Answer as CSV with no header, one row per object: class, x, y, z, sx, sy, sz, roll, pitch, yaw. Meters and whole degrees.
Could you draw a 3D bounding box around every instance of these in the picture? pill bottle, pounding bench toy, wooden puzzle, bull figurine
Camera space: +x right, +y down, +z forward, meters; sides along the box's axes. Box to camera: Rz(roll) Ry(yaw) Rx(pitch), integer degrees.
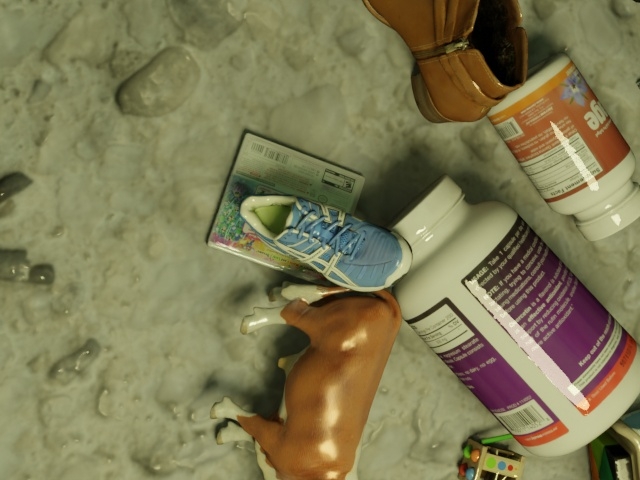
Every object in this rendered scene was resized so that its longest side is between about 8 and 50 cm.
pill bottle,0.210,0.081,1.061,0.181,0.181,0.323,-43,92,-10
pill bottle,0.308,-0.112,1.127,0.121,0.121,0.216,-38,97,-11
pounding bench toy,0.212,0.265,1.130,0.065,0.052,0.083,18,85,-11
wooden puzzle,0.354,0.315,1.081,0.044,0.221,0.239,-11,90,5
bull figurine,-0.017,0.188,1.024,0.188,0.101,0.310,18,79,17

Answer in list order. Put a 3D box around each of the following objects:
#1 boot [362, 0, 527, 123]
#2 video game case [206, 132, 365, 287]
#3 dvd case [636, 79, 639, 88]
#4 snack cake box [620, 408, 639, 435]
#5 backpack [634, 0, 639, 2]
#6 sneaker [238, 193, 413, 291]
boot,0.134,-0.272,1.040,0.109,0.220,0.283,-16,92,-12
video game case,-0.040,-0.035,1.098,0.157,0.019,0.143,20,85,-12
dvd case,0.487,-0.185,1.224,0.087,0.013,0.119,-35,97,-11
snack cake box,0.520,0.270,1.182,0.264,0.089,0.152,-15,90,-13
backpack,0.484,-0.379,1.174,0.182,0.152,0.115,-35,112,-15
sneaker,0.000,0.000,0.999,0.211,0.081,0.080,16,83,28
